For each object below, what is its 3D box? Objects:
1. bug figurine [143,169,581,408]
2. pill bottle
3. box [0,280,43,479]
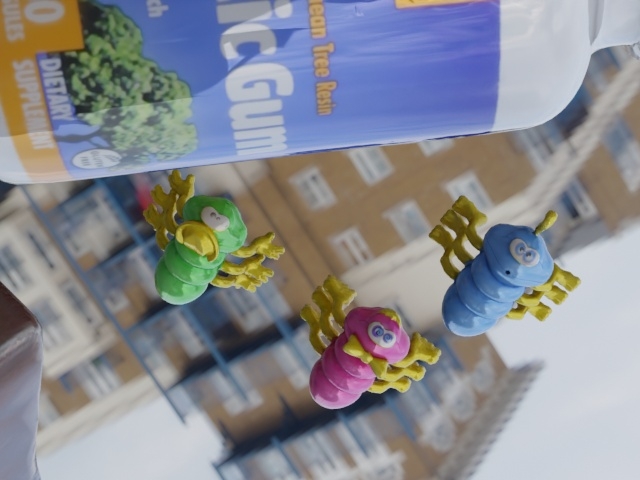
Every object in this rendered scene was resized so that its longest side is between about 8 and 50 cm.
[{"bbox_3d":[0.000,0.000,0.962,0.216,0.279,0.072,-58,178,42],"label":"bug figurine"},{"bbox_3d":[0.010,-0.107,0.576,0.272,0.152,0.152,-7,-168,0],"label":"pill bottle"},{"bbox_3d":[-0.246,0.125,0.340,0.381,0.143,0.191,-34,157,-31],"label":"box"}]
